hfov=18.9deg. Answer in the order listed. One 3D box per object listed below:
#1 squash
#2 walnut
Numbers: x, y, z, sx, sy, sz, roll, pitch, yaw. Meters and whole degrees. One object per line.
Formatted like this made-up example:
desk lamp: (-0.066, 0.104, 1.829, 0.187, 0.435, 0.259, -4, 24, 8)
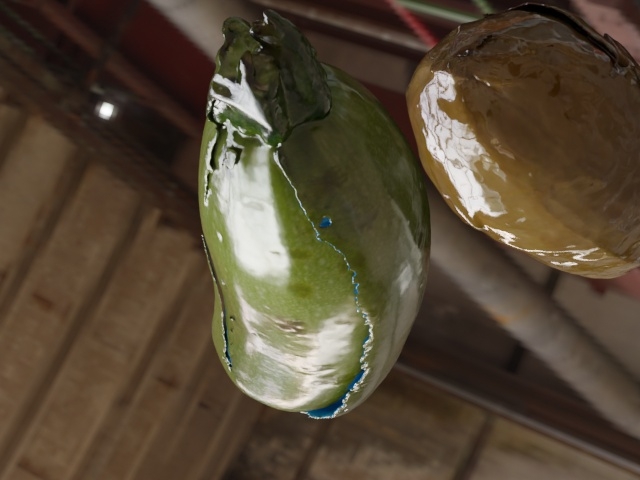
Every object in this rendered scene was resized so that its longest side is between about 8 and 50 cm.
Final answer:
squash: (0.000, 0.000, 0.769, 0.094, 0.094, 0.341, -53, -14, -19)
walnut: (0.131, -0.049, 1.048, 0.245, 0.137, 0.137, 37, -102, -51)
